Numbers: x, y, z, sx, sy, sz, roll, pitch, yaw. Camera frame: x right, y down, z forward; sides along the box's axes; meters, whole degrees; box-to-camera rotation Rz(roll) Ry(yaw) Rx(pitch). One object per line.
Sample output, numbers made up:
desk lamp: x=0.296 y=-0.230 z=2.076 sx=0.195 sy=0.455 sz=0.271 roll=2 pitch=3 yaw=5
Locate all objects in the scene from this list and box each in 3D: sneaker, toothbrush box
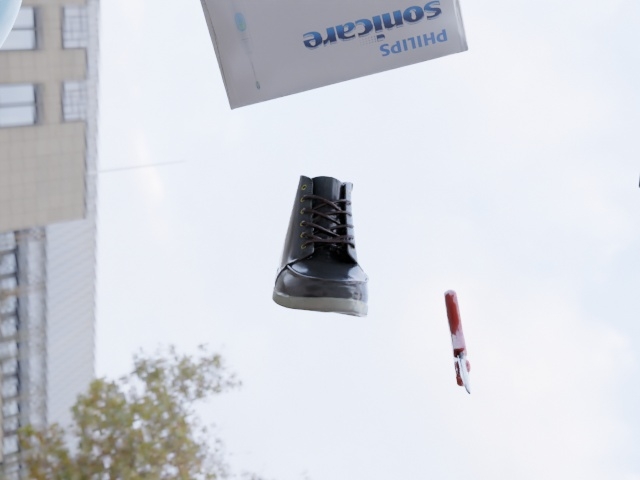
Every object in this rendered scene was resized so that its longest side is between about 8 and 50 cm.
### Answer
sneaker: x=0.000 y=0.000 z=0.919 sx=0.222 sy=0.083 sz=0.118 roll=-144 pitch=-117 yaw=-76
toothbrush box: x=0.008 y=-0.240 z=0.951 sx=0.295 sy=0.217 sz=0.126 roll=-91 pitch=167 yaw=-68

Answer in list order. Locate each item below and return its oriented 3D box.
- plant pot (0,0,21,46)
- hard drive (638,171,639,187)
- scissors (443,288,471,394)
plant pot: x=-0.406 y=-0.243 z=0.867 sx=0.293 sy=0.235 sz=0.292 roll=10 pitch=-62 yaw=20
hard drive: x=0.278 y=-0.041 z=0.623 sx=0.135 sy=0.094 sz=0.022 roll=164 pitch=-64 yaw=-79
scissors: x=0.156 y=0.142 z=1.060 sx=0.297 sy=0.021 sz=0.108 roll=-83 pitch=165 yaw=-73
